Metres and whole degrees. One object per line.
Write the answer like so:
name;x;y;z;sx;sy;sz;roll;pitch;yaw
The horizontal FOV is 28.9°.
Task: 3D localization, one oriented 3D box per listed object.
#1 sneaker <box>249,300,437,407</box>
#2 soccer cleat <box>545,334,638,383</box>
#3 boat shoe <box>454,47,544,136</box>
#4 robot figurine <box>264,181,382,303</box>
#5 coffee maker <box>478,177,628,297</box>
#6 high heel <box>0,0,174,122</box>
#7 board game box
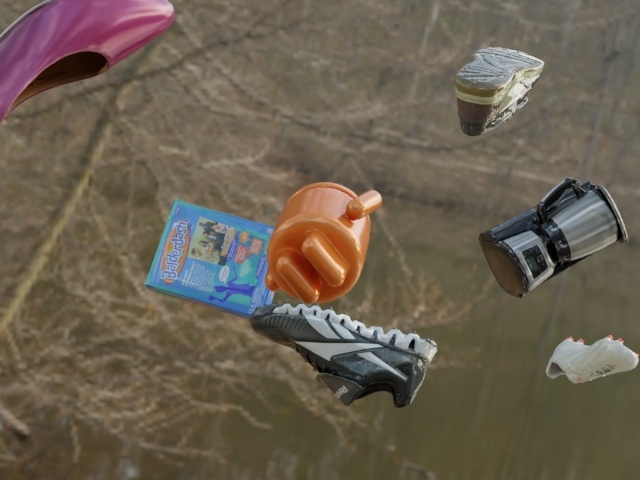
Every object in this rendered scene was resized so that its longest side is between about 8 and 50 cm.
sneaker;0.021;0.144;1.514;0.234;0.106;0.078;15;-21;0
soccer cleat;0.432;0.196;1.972;0.068;0.076;0.196;43;-18;-14
boat shoe;0.140;-0.122;1.006;0.056;0.049;0.152;20;25;21
robot figurine;0.002;-0.001;1.628;0.128;0.158;0.219;14;24;1
coffee maker;0.331;0.003;1.804;0.178;0.120;0.171;-27;-13;-9
high heel;-0.282;-0.115;1.187;0.377;0.181;0.127;-25;-6;-24
board game box;-0.171;0.035;2.093;0.210;0.160;0.047;16;-12;10
